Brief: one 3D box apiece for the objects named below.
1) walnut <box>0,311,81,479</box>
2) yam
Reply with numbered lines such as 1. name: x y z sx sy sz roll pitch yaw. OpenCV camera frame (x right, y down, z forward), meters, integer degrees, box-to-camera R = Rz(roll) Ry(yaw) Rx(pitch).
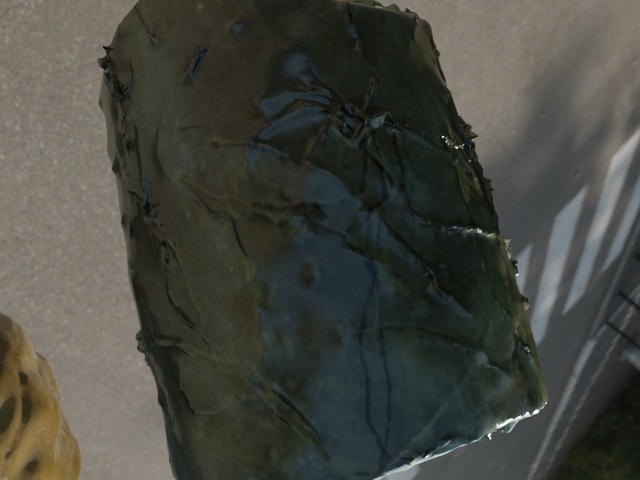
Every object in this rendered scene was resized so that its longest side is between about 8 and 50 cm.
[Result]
1. walnut: -0.329 0.175 0.602 0.296 0.285 0.285 -61 155 8
2. yam: 0.002 -0.002 0.436 0.201 0.271 0.202 -26 169 30
